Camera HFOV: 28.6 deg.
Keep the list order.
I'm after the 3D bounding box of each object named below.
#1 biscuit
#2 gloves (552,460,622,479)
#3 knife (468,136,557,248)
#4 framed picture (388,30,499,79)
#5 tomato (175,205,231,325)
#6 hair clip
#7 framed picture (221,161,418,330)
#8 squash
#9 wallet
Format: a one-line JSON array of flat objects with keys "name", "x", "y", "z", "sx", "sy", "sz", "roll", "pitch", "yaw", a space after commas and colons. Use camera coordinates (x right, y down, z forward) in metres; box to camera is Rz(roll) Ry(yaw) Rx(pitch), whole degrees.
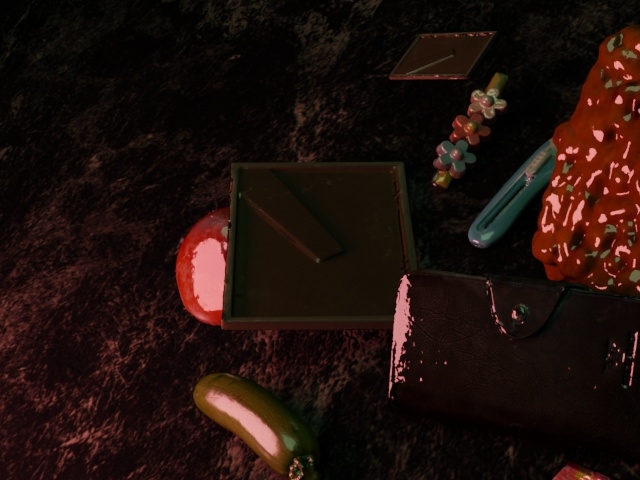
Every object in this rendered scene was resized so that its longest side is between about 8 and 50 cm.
[{"name": "biscuit", "x": 0.366, "y": -0.051, "z": 1.308, "sx": 0.312, "sy": 0.110, "sz": 0.318, "roll": 41, "pitch": 115, "yaw": 52}, {"name": "gloves", "x": 0.211, "y": 0.319, "z": 1.086, "sx": 0.145, "sy": 0.126, "sz": 0.241, "roll": 18, "pitch": 85, "yaw": 41}, {"name": "knife", "x": 0.265, "y": -0.070, "z": 1.599, "sx": 0.222, "sy": 0.031, "sz": 0.064, "roll": -45, "pitch": 41, "yaw": -20}, {"name": "framed picture", "x": 0.190, "y": -0.286, "z": 1.942, "sx": 0.149, "sy": 0.011, "sz": 0.109, "roll": 6, "pitch": 48, "yaw": 40}, {"name": "tomato", "x": -0.128, "y": 0.017, "z": 1.713, "sx": 0.173, "sy": 0.099, "sz": 0.189, "roll": -12, "pitch": 40, "yaw": 21}, {"name": "hair clip", "x": 0.211, "y": -0.156, "z": 1.728, "sx": 0.062, "sy": 0.056, "sz": 0.214, "roll": 25, "pitch": 55, "yaw": 12}, {"name": "framed picture", "x": 0.000, "y": 0.000, "z": 1.624, "sx": 0.247, "sy": 0.022, "sz": 0.335, "roll": -1, "pitch": 38, "yaw": -2}, {"name": "squash", "x": -0.071, "y": 0.210, "z": 1.460, "sx": 0.069, "sy": 0.069, "sz": 0.258, "roll": -42, "pitch": 37, "yaw": -17}, {"name": "wallet", "x": 0.211, "y": 0.124, "z": 1.304, "sx": 0.318, "sy": 0.172, "sz": 0.045, "roll": 7, "pitch": 5, "yaw": 38}]
